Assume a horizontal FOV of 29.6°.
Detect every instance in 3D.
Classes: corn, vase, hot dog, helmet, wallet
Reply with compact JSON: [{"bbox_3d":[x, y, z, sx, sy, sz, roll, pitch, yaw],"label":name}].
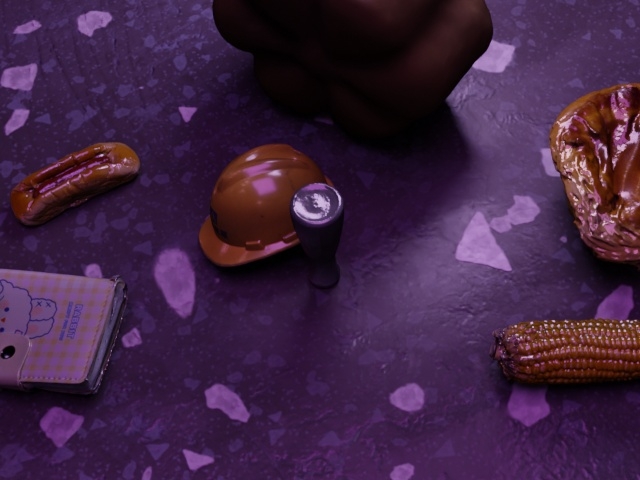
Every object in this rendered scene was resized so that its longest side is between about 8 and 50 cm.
[{"bbox_3d":[0.428,0.175,1.920,0.318,0.115,0.115,-2,59,2],"label":"corn"},{"bbox_3d":[0.000,0.000,1.989,0.086,0.214,0.086,-2,56,3],"label":"vase"},{"bbox_3d":[-0.441,-0.110,2.167,0.242,0.073,0.084,-26,66,-12],"label":"hot dog"},{"bbox_3d":[-0.106,-0.085,2.062,0.257,0.140,0.205,-28,40,-10],"label":"helmet"},{"bbox_3d":[-0.492,0.144,2.007,0.309,0.077,0.223,4,61,14],"label":"wallet"}]

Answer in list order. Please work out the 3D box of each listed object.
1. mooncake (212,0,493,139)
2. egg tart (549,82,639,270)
[{"bbox_3d":[0.052,-0.385,2.092,0.467,0.467,0.262,26,65,18],"label":"mooncake"},{"bbox_3d":[0.551,-0.112,2.060,0.339,0.153,0.351,-15,59,-7],"label":"egg tart"}]
